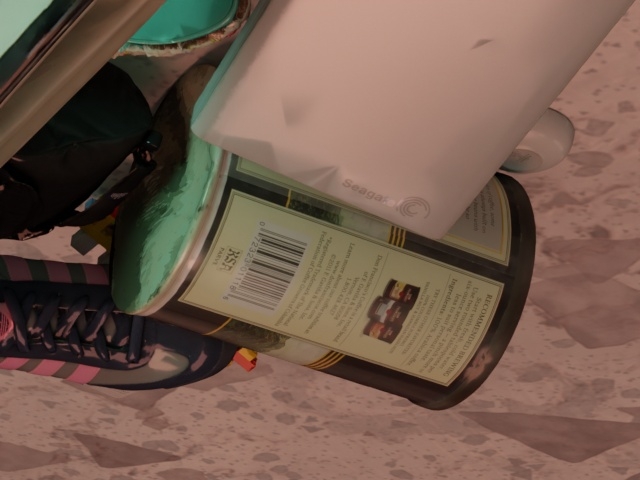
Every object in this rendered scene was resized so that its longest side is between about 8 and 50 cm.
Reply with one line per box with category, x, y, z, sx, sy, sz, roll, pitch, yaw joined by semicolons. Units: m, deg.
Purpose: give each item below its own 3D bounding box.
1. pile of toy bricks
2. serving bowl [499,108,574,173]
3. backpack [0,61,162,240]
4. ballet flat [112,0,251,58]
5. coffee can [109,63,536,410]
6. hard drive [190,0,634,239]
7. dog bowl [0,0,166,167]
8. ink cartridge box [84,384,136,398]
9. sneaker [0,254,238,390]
pile of toy bricks;-0.109;0.009;1.616;0.105;0.118;0.212;-38;118;21
serving bowl;0.159;-0.075;1.456;0.083;0.027;0.083;5;152;3
backpack;-0.221;-0.070;1.428;0.152;0.115;0.182;-7;162;-26
ballet flat;-0.148;-0.168;1.302;0.241;0.091;0.077;-1;-177;23
coffee can;0.000;0.000;1.444;0.275;0.202;0.201;19;150;-23
hard drive;0.070;-0.143;1.207;0.203;0.040;0.307;23;131;-16
dog bowl;-0.136;-0.184;0.937;0.150;0.408;0.408;43;145;-5
ink cartridge box;-0.184;0.094;1.818;0.104;0.062;0.181;25;147;-34
sneaker;-0.230;0.070;1.512;0.319;0.112;0.131;5;-172;16
